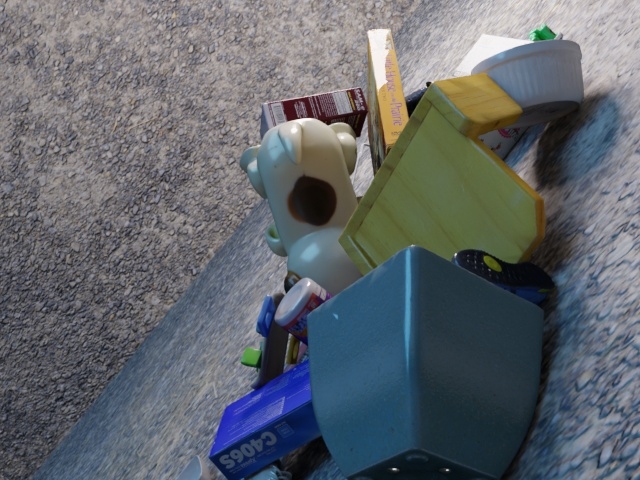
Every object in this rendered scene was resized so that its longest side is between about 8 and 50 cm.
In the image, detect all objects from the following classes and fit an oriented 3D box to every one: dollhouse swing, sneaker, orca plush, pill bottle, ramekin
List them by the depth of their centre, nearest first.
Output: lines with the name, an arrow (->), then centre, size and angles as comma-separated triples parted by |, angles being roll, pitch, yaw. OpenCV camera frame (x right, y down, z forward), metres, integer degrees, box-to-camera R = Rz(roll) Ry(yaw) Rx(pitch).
sneaker -> 0.248, 0.068, 1.249 | 0.082, 0.209, 0.069 | -50, 49, 28
dollhouse swing -> 0.255, -0.054, 1.511 | 0.315, 0.305, 0.347 | -22, -33, -54
sneaker -> -0.095, 0.444, 1.557 | 0.091, 0.094, 0.258 | -57, 14, -2
ramekin -> 0.392, -0.285, 1.632 | 0.207, 0.207, 0.109 | -26, 72, 60
pill bottle -> 0.017, 0.168, 1.684 | 0.108, 0.193, 0.108 | -48, 15, 17
orca plush -> 0.240, -0.310, 2.254 | 0.287, 0.151, 0.102 | -21, 77, 48

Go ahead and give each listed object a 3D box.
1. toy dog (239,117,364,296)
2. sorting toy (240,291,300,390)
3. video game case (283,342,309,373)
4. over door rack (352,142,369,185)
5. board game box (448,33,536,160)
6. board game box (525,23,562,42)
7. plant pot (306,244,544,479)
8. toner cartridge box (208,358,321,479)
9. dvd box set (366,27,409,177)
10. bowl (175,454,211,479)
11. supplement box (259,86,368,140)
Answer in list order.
toy dog -> 0.011, -0.049, 1.938 | 0.284, 0.408, 0.395 | -14, -9, -10
sorting toy -> -0.104, 0.215, 1.780 | 0.348, 0.047, 0.196 | 62, -141, -69
video game case -> -0.015, 0.271, 1.875 | 0.204, 0.025, 0.285 | -55, 15, -13
over door rack -> 0.094, -0.132, 2.260 | 0.324, 0.108, 0.239 | -66, 17, -9
board game box -> 0.345, -0.282, 1.857 | 0.303, 0.097, 0.224 | -52, 30, -2
board game box -> 0.370, -0.345, 2.137 | 0.390, 0.050, 0.390 | -53, 14, -5
plant pot -> 0.137, 0.203, 1.166 | 0.247, 0.247, 0.252 | -38, 36, 43
toner cartridge box -> -0.034, 0.297, 1.596 | 0.347, 0.075, 0.165 | -32, 17, 17
dvd box set -> 0.149, -0.224, 1.926 | 0.308, 0.062, 0.420 | 87, 179, -46
bowl -> -0.294, 0.567, 1.960 | 0.142, 0.053, 0.142 | -51, 14, -2
supplement box -> -0.018, -0.281, 2.054 | 0.130, 0.239, 0.073 | 108, 149, -67
